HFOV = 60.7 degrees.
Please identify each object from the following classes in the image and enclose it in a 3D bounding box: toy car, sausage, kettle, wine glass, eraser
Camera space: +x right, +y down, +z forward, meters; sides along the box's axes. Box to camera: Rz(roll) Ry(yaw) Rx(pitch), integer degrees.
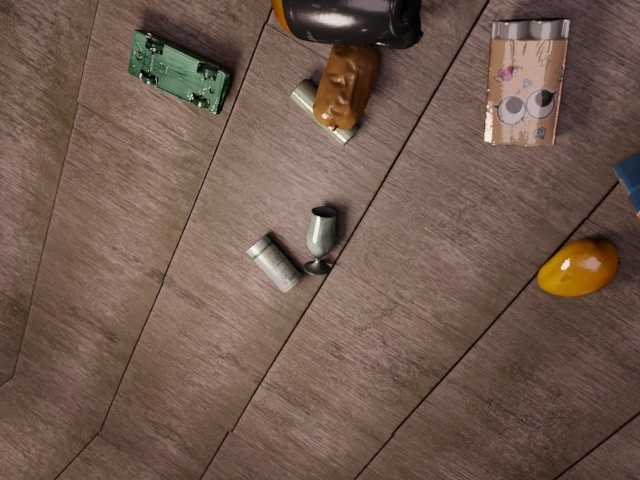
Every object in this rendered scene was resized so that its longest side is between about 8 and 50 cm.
[{"bbox_3d":[-0.406,-0.493,1.584,0.321,0.097,0.141,26,120,9],"label":"toy car"},{"bbox_3d":[0.065,-0.401,1.416,0.136,0.120,0.241,24,97,6],"label":"sausage"},{"bbox_3d":[0.099,-0.531,1.251,0.290,0.268,0.207,20,86,25],"label":"kettle"},{"bbox_3d":[0.000,0.000,1.666,0.093,0.093,0.202,15,118,14],"label":"wine glass"},{"bbox_3d":[0.487,-0.375,1.310,0.171,0.087,0.290,5,116,17],"label":"eraser"}]

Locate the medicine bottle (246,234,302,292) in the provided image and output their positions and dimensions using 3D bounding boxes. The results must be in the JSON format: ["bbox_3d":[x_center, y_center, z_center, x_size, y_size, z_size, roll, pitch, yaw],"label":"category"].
[{"bbox_3d":[-0.148,0.076,1.760,0.086,0.086,0.183,-37,97,30],"label":"medicine bottle"}]

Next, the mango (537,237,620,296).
[{"bbox_3d":[0.676,0.077,1.444,0.145,0.112,0.219,47,132,-5],"label":"mango"}]

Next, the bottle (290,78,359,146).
[{"bbox_3d":[0.012,-0.352,1.508,0.201,0.072,0.072,43,121,-2],"label":"bottle"}]

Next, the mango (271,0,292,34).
[{"bbox_3d":[-0.060,-0.640,1.376,0.139,0.113,0.253,3,113,19],"label":"mango"}]

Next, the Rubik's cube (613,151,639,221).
[{"bbox_3d":[0.890,-0.066,1.158,0.347,0.344,0.346,-31,101,28],"label":"Rubik's cube"}]
